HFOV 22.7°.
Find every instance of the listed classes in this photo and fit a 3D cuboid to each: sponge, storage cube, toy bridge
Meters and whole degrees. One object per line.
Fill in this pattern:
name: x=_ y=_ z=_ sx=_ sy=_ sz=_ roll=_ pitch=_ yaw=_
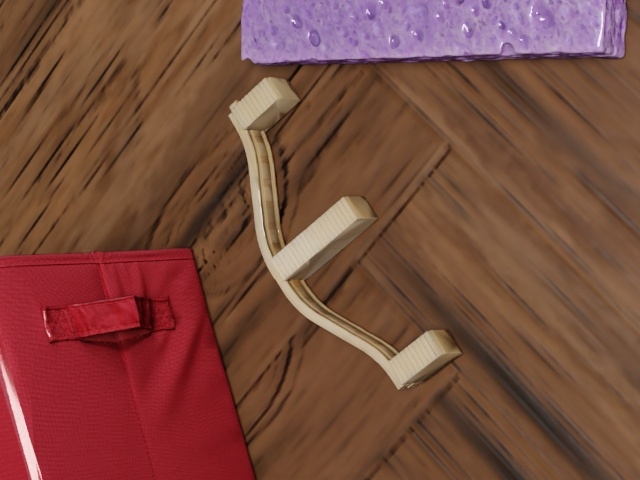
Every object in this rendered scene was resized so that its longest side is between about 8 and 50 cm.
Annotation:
sponge: x=0.055 y=-0.150 z=0.818 sx=0.210 sy=0.031 sz=0.117 roll=3 pitch=92 yaw=31
storage cube: x=-0.164 y=0.124 z=0.861 sx=0.215 sy=0.183 sz=0.193 roll=-21 pitch=81 yaw=29
toy bridge: x=0.000 y=0.000 z=0.854 sx=0.063 sy=0.026 sz=0.188 roll=-41 pitch=71 yaw=25
